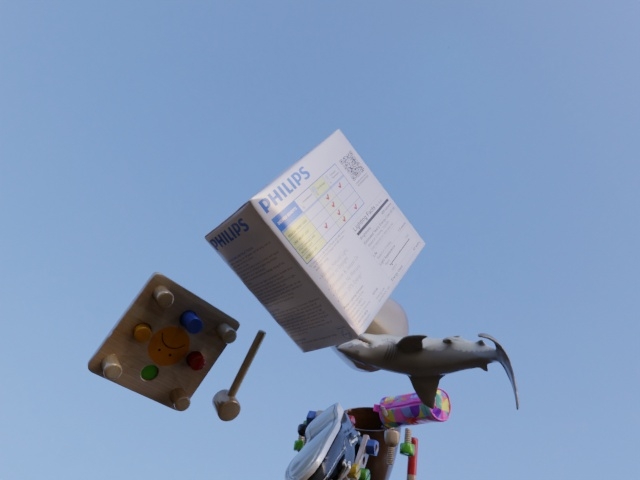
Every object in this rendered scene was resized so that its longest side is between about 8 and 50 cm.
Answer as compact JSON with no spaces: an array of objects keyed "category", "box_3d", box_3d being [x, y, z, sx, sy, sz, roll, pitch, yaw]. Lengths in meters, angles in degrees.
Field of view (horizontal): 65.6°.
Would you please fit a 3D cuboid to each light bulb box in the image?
[{"category":"light bulb box","box_3d":[0.000,0.000,1.160,0.361,0.358,0.225,52,-41,-9]}]

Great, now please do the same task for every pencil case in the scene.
[{"category":"pencil case","box_3d":[0.269,0.497,1.464,0.104,0.104,0.236,50,-44,-8]}]

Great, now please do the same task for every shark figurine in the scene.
[{"category":"shark figurine","box_3d":[0.180,0.194,0.737,0.278,0.166,0.116,-7,-104,42]}]

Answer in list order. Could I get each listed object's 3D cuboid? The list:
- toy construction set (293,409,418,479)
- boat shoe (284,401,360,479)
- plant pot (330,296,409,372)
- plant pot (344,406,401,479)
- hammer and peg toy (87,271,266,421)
[{"category":"toy construction set","box_3d":[0.078,0.560,1.179,0.309,0.237,0.257,9,-35,2]},{"category":"boat shoe","box_3d":[0.020,0.375,0.879,0.114,0.302,0.091,-41,-97,10]},{"category":"plant pot","box_3d":[0.088,0.229,1.475,0.257,0.256,0.274,-25,-40,22]},{"category":"plant pot","box_3d":[0.162,0.701,1.646,0.216,0.215,0.230,1,-89,14]},{"category":"hammer and peg toy","box_3d":[-0.310,0.259,1.169,0.361,0.127,0.266,39,-100,-32]}]
